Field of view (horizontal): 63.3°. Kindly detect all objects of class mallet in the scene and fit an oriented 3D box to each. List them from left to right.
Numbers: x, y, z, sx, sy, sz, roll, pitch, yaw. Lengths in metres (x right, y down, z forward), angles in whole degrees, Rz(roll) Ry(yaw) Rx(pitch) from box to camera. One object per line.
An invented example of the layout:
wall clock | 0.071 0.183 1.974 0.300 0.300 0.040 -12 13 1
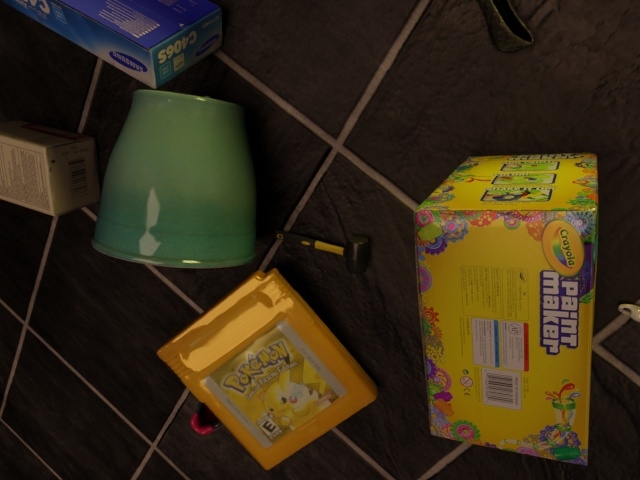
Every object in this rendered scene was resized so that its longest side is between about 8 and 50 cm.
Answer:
mallet | 0.000 0.000 0.917 0.189 0.039 0.062 21 118 23

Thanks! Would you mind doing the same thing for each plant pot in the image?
plant pot | -0.227 -0.110 0.866 0.271 0.271 0.255 12 101 23

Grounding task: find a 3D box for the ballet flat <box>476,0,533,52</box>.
ballet flat | 0.215 -0.307 0.635 0.049 0.058 0.173 4 148 44

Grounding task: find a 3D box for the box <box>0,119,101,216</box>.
box | -0.605 -0.160 1.109 0.232 0.127 0.149 16 117 22

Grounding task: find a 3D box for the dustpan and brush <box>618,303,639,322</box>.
dustpan and brush | 0.515 0.133 0.695 0.211 0.060 0.147 14 128 15

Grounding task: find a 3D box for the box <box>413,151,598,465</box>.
box | 0.250 0.058 0.662 0.176 0.279 0.290 2 111 27

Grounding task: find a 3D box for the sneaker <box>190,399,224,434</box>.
sneaker | -0.172 0.300 1.078 0.120 0.112 0.299 37 121 10

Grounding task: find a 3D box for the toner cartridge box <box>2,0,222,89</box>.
toner cartridge box | -0.349 -0.389 0.854 0.347 0.165 0.075 32 147 14

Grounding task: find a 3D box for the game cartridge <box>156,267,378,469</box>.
game cartridge | -0.100 0.245 0.977 0.285 0.053 0.324 -38 101 14
